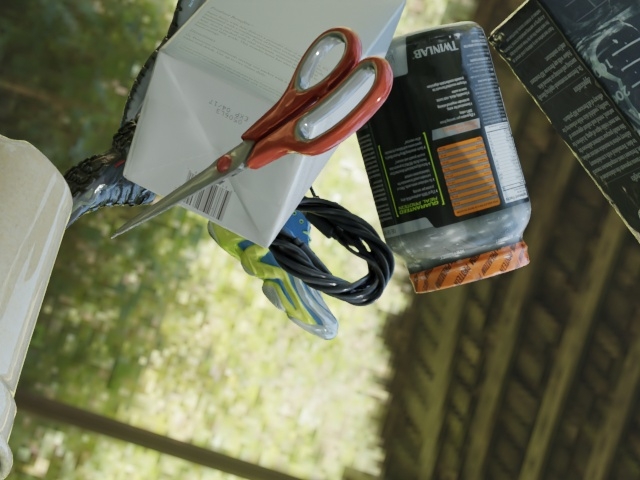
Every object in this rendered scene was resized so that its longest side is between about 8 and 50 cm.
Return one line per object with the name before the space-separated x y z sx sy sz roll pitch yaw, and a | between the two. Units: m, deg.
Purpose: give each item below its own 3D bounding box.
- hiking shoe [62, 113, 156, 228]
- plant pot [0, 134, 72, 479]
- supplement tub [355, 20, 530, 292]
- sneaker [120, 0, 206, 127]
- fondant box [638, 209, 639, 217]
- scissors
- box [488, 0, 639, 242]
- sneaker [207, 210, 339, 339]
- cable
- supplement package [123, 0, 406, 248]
hiking shoe | -0.292 -0.074 2.330 0.227 0.114 0.086 -40 -146 1
plant pot | -0.413 0.042 1.680 0.334 0.333 0.305 113 -1 -63
supplement tub | 0.151 -0.103 2.053 0.193 0.193 0.316 175 -100 -87
sneaker | -0.206 -0.268 2.554 0.341 0.139 0.125 -59 -171 20
fondant box | 0.500 -0.024 1.495 0.238 0.330 0.096 -46 136 -20
scissors | -0.063 -0.065 1.336 0.297 0.021 0.109 -40 -134 16
box | 0.609 -0.290 2.525 0.480 0.472 0.297 -36 -179 -11
sneaker | -0.039 0.019 2.198 0.126 0.240 0.091 -46 172 3
cable | 0.000 0.000 1.764 0.150 0.184 0.047 -5 137 -50
supplement package | -0.054 -0.165 1.727 0.293 0.177 0.175 -56 170 -50
